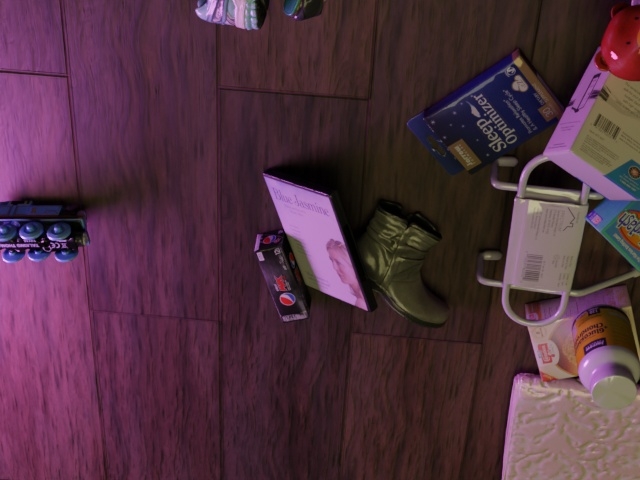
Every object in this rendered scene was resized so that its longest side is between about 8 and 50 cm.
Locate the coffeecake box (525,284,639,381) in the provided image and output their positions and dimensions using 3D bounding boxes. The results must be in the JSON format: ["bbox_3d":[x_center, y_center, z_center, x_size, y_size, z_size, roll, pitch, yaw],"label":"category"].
[{"bbox_3d":[0.480,0.171,2.036,0.185,0.068,0.142,-12,123,14],"label":"coffeecake box"}]

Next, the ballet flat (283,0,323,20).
[{"bbox_3d":[0.004,-0.423,1.671,0.074,0.074,0.203,17,119,-7],"label":"ballet flat"}]

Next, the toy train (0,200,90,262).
[{"bbox_3d":[-0.495,-0.019,1.972,0.184,0.105,0.080,-1,134,7],"label":"toy train"}]

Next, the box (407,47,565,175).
[{"bbox_3d":[0.267,-0.197,1.819,0.225,0.036,0.136,-32,117,26],"label":"box"}]

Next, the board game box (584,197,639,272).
[{"bbox_3d":[0.550,-0.064,1.808,0.210,0.047,0.160,-46,132,10],"label":"board game box"}]

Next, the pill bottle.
[{"bbox_3d":[0.488,0.199,1.900,0.103,0.184,0.103,3,123,4],"label":"pill bottle"}]

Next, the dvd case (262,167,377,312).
[{"bbox_3d":[0.000,0.000,1.920,0.180,0.022,0.253,21,140,46],"label":"dvd case"}]

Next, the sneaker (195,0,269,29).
[{"bbox_3d":[-0.152,-0.440,1.644,0.122,0.110,0.283,2,125,8],"label":"sneaker"}]

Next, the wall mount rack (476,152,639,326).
[{"bbox_3d":[0.426,-0.018,1.880,0.304,0.130,0.350,6,126,5],"label":"wall mount rack"}]

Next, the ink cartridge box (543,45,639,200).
[{"bbox_3d":[0.460,-0.183,1.715,0.148,0.086,0.203,32,80,-17],"label":"ink cartridge box"}]

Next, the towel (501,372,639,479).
[{"bbox_3d":[0.531,0.394,2.199,0.332,0.053,0.317,4,126,3],"label":"towel"}]

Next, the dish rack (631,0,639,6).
[{"bbox_3d":[0.667,-0.344,1.657,0.333,0.072,0.285,-33,117,26],"label":"dish rack"}]

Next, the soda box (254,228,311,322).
[{"bbox_3d":[-0.067,0.065,2.018,0.053,0.060,0.169,-12,122,12],"label":"soda box"}]

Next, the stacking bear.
[{"bbox_3d":[0.544,-0.251,1.601,0.289,0.164,0.175,21,92,5],"label":"stacking bear"}]

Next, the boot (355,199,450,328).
[{"bbox_3d":[0.165,0.045,1.973,0.246,0.083,0.161,32,117,-17],"label":"boot"}]
